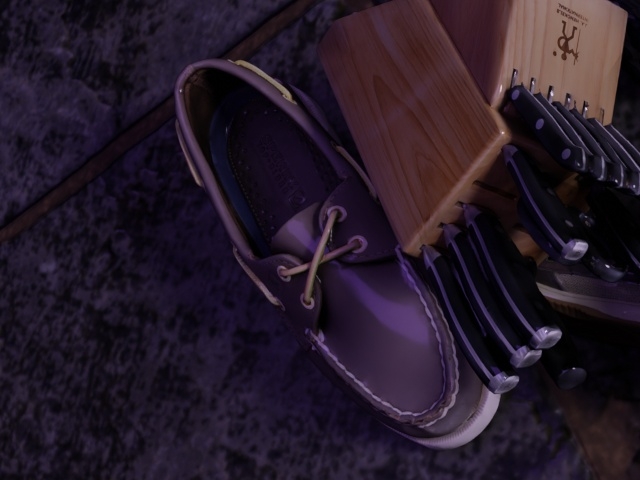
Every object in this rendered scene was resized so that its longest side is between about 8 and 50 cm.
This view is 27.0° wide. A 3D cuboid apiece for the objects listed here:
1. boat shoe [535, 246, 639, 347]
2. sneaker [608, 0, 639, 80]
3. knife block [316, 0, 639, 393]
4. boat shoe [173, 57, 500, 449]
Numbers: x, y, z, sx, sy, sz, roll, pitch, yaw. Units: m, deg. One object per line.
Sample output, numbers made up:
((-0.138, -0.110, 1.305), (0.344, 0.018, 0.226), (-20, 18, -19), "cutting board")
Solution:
((0.156, 0.028, 0.797), (0.152, 0.056, 0.049), (16, 70, 35), "boat shoe")
((0.261, -0.136, 0.769), (0.275, 0.107, 0.110), (22, 68, 32), "sneaker")
((0.085, -0.028, 0.775), (0.276, 0.088, 0.242), (-5, 69, 56), "knife block")
((0.000, 0.000, 0.878), (0.116, 0.097, 0.324), (-42, 56, 15), "boat shoe")
